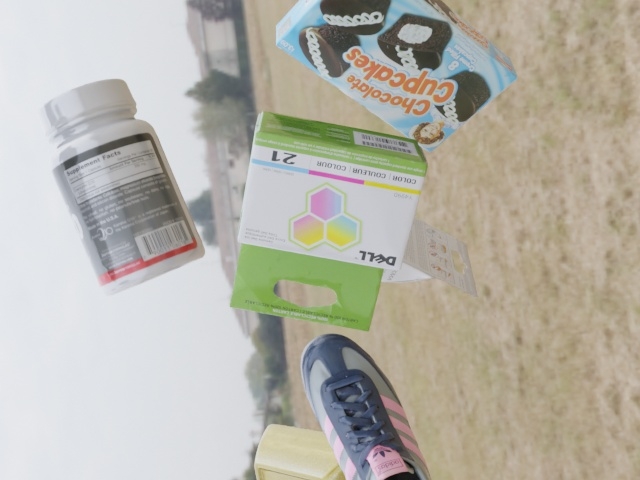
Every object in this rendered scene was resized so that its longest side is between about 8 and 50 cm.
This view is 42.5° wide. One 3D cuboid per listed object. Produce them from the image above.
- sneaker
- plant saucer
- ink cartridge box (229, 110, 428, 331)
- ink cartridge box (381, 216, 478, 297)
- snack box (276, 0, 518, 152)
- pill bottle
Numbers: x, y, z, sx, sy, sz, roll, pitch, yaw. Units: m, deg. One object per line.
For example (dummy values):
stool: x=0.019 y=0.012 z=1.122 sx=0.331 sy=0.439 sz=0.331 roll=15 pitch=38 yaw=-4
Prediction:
sneaker: x=0.070 y=0.247 z=1.003 sx=0.319 sy=0.112 sz=0.131 roll=61 pitch=171 yaw=17
plant saucer: x=-0.007 y=0.514 z=1.482 sx=0.333 sy=0.081 sz=0.332 roll=-10 pitch=92 yaw=54
ink cartridge box: x=0.000 y=0.000 z=0.944 sx=0.097 sy=0.189 sz=0.255 roll=-91 pitch=11 yaw=-68
ink cartridge box: x=0.130 y=0.014 z=1.290 sx=0.056 sy=0.225 sz=0.181 roll=-56 pitch=13 yaw=26
snack box: x=0.115 y=-0.279 z=1.223 sx=0.187 sy=0.322 sz=0.060 roll=-41 pitch=35 yaw=31
pill bottle: x=-0.293 y=-0.077 z=1.200 sx=0.161 sy=0.161 sz=0.283 roll=170 pitch=77 yaw=-86
